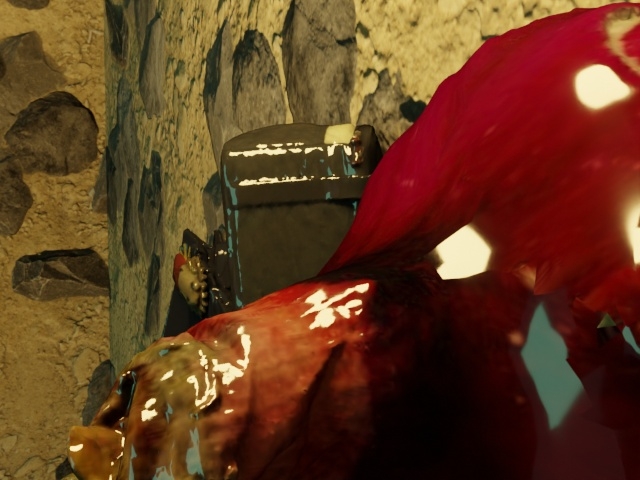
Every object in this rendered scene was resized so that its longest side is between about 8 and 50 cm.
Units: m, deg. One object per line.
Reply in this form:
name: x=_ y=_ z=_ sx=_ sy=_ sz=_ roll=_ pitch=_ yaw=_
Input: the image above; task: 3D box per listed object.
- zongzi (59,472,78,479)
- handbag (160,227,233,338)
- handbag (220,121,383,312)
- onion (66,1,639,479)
zongzi: x=-0.110 y=0.372 z=1.033 sx=0.174 sy=0.393 sz=0.355 roll=1 pitch=99 yaw=44
handbag: x=-0.184 y=0.168 z=1.494 sx=0.303 sy=0.122 sz=0.329 roll=-130 pitch=43 yaw=-55
handbag: x=0.000 y=0.000 z=0.954 sx=0.181 sy=0.182 sz=0.254 roll=-39 pitch=-54 yaw=-80
onion: x=0.084 y=0.069 z=0.462 sx=0.398 sy=0.421 sz=0.398 roll=-178 pitch=90 yaw=-70
